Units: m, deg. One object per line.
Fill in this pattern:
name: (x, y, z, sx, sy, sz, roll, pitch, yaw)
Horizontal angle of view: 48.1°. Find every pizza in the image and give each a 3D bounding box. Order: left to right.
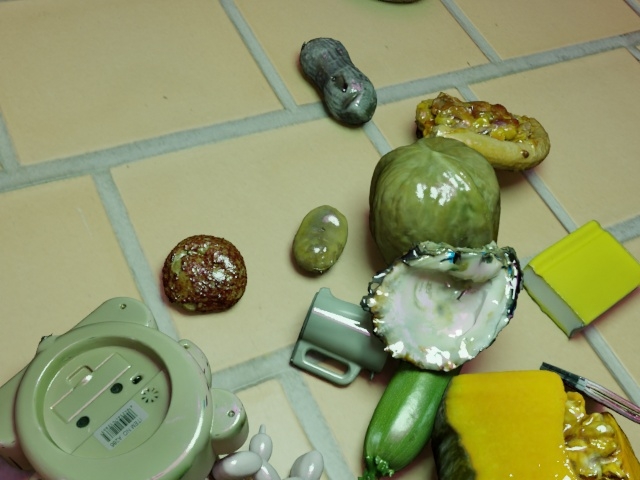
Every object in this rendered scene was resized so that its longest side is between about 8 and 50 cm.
pizza: (0.321, -0.218, 1.452, 0.409, 0.114, 0.277, -4, 31, -43)

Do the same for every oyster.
oyster: (0.198, 0.086, 1.118, 0.259, 0.092, 0.198, -36, 96, 3)

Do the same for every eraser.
eraser: (0.502, 0.068, 1.372, 0.226, 0.069, 0.158, -27, 64, -29)

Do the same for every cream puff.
cream puff: (-0.194, 0.050, 1.202, 0.149, 0.084, 0.149, 6, 53, -8)

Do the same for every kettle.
kettle: (0.041, 0.161, 1.190, 0.148, 0.127, 0.098, 20, 21, 3)

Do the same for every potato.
potato: (0.000, 0.000, 1.293, 0.091, 0.070, 0.138, 20, 52, 7)

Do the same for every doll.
doll: (-0.058, 0.343, 1.021, 0.160, 0.059, 0.161, -26, 78, -49)

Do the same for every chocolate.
chocolate: (0.039, -0.339, 1.523, 0.110, 0.110, 0.248, -16, 61, -23)

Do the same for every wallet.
wallet: (0.435, 0.241, 1.154, 0.119, 0.232, 0.025, 28, 89, 6)

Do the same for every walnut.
walnut: (0.195, -0.041, 1.255, 0.227, 0.283, 0.283, -35, 70, -30)

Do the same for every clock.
clock: (-0.274, 0.242, 0.982, 0.309, 0.114, 0.284, 31, 57, 28)

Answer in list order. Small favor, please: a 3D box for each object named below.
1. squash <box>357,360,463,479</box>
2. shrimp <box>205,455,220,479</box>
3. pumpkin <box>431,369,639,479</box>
squash: (0.160, 0.238, 1.151, 0.101, 0.101, 0.379, 32, 55, 9)
shrimp: (-0.195, 0.358, 1.006, 0.154, 0.062, 0.294, -31, 64, -18)
pumpkin: (0.305, 0.335, 1.024, 0.303, 0.256, 0.225, 38, 39, -25)
